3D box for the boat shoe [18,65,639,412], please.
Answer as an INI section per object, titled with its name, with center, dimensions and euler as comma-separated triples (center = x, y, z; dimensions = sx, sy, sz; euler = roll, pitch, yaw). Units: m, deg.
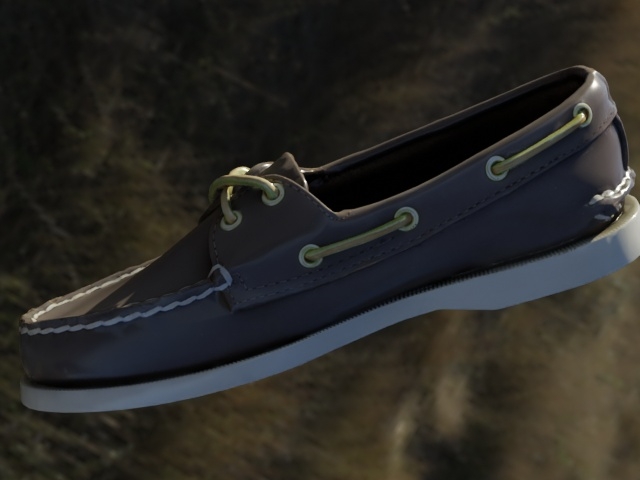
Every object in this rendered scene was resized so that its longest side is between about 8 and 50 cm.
[boat shoe]
center = 0.000, 0.000, 0.874
dimensions = 0.116, 0.324, 0.096
euler = -121, -164, -72
